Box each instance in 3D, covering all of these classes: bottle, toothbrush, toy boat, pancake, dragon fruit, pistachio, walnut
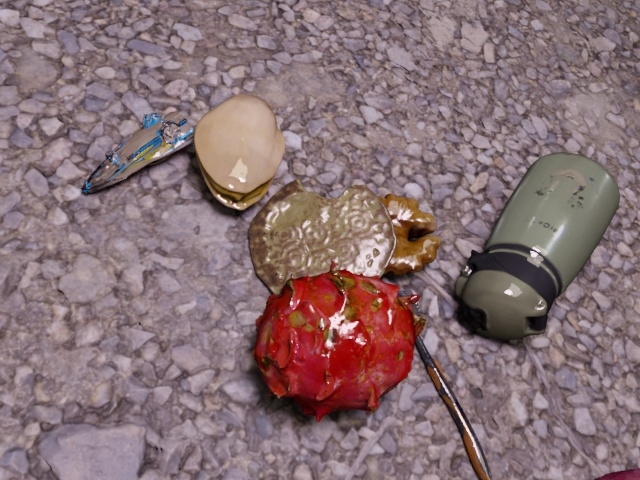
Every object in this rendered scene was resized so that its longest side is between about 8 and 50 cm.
[{"bbox_3d":[0.356,0.014,1.105,0.168,0.168,0.347,37,62,6],"label":"bottle"},{"bbox_3d":[0.186,0.217,1.016,0.031,0.023,0.320,-12,65,-19],"label":"toothbrush"},{"bbox_3d":[-0.291,-0.138,1.053,0.210,0.066,0.084,-40,45,-22],"label":"toy boat"},{"bbox_3d":[0.000,0.000,1.036,0.235,0.029,0.211,13,74,13],"label":"pancake"},{"bbox_3d":[0.038,0.137,0.916,0.268,0.205,0.210,-12,62,-32],"label":"dragon fruit"},{"bbox_3d":[-0.134,-0.143,1.068,0.145,0.117,0.200,16,62,-10],"label":"pistachio"},{"bbox_3d":[0.108,-0.004,1.089,0.170,0.069,0.142,-3,63,-8],"label":"walnut"}]

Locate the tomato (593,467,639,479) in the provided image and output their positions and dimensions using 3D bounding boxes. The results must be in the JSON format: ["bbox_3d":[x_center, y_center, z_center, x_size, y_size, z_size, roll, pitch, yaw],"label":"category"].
[{"bbox_3d":[0.504,0.446,0.896,0.290,0.176,0.334,-26,70,-31],"label":"tomato"}]
